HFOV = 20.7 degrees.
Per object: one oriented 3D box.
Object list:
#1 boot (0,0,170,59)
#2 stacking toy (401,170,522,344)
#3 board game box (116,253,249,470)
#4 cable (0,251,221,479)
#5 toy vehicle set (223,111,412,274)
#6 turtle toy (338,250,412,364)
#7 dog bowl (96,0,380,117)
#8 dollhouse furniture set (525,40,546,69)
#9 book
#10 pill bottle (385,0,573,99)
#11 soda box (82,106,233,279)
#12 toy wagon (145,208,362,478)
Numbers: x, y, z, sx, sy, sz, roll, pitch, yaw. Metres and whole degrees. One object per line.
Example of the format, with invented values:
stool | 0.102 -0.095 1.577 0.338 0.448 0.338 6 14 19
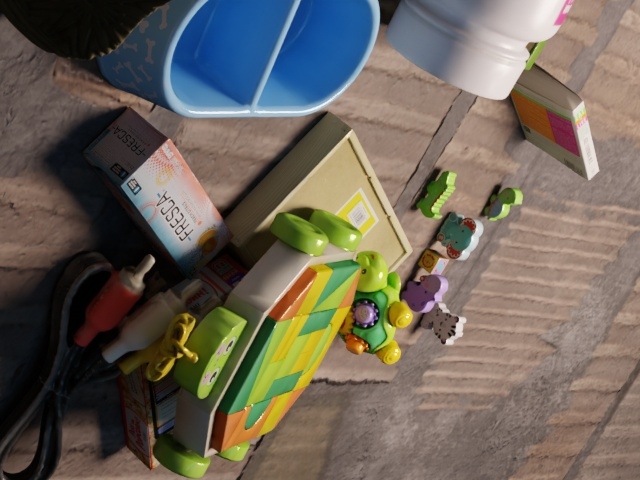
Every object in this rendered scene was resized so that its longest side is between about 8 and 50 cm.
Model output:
boot | -0.099 -0.264 1.335 0.089 0.236 0.269 52 52 -24
stacking toy | 0.143 0.027 2.030 0.167 0.052 0.221 6 117 -55
board game box | -0.133 0.125 1.771 0.146 0.045 0.193 -33 145 -28
cable | -0.226 0.124 1.613 0.287 0.072 0.139 -50 130 5
toy vehicle set | 0.000 0.000 1.826 0.166 0.035 0.267 -46 149 -10
turtle toy | 0.049 0.066 1.848 0.066 0.095 0.130 -3 127 -25
dog bowl | -0.060 -0.182 1.518 0.297 0.074 0.166 -5 126 -50
dollhouse furniture set | 0.168 -0.214 1.801 0.151 0.058 0.076 13 112 -57
book | 0.264 -0.134 1.976 0.035 0.096 0.144 -45 149 -12
pill bottle | 0.181 -0.287 1.644 0.160 0.160 0.283 0 123 -53
soda box | -0.143 -0.039 1.573 0.063 0.058 0.183 -45 148 -10
toy wagon | -0.066 0.102 1.666 0.267 0.068 0.344 -62 167 10
